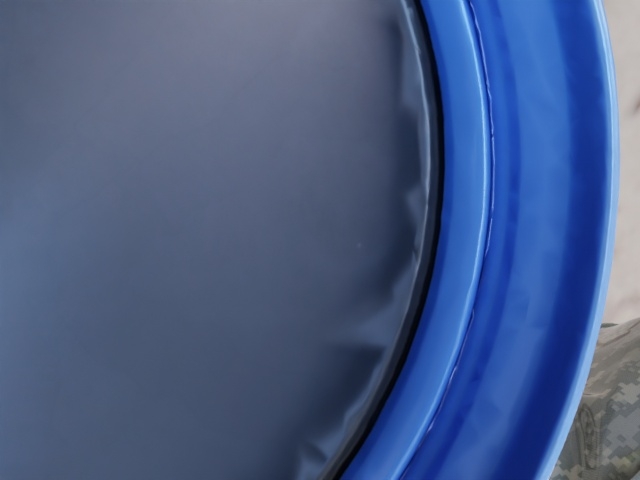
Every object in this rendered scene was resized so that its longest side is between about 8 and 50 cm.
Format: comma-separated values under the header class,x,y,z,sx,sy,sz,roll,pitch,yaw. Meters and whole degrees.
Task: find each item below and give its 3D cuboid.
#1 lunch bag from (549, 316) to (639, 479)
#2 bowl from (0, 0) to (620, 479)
class,x,y,z,sx,sy,sz,roll,pitch,yaw
lunch bag,0.170,0.191,1.254,0.305,0.212,0.256,-35,170,-22
bowl,-0.089,-0.007,0.576,0.391,0.077,0.391,-6,103,-28
